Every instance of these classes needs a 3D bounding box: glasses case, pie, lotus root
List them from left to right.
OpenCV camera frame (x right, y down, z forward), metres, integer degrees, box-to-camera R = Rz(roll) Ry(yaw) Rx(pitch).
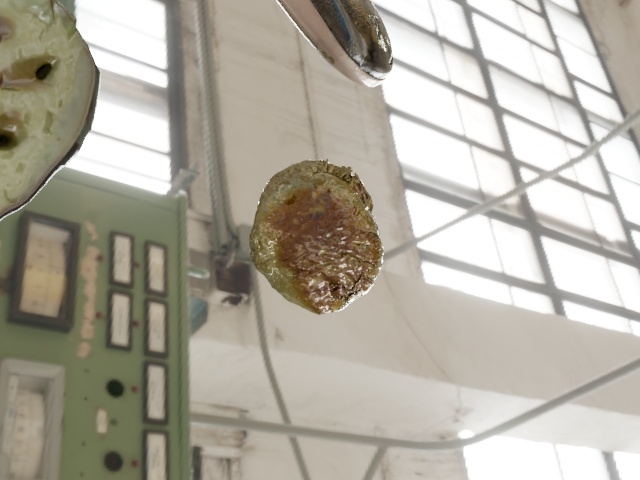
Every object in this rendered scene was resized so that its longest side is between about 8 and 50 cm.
[{"bbox_3d":[-0.268,-0.106,0.570,0.078,0.183,0.203,9,-136,46],"label":"lotus root"},{"bbox_3d":[-0.026,-0.291,0.809,0.075,0.122,0.314,-35,-93,23],"label":"glasses case"},{"bbox_3d":[-0.003,0.001,0.962,0.163,0.193,0.079,-29,-157,-1],"label":"pie"}]
